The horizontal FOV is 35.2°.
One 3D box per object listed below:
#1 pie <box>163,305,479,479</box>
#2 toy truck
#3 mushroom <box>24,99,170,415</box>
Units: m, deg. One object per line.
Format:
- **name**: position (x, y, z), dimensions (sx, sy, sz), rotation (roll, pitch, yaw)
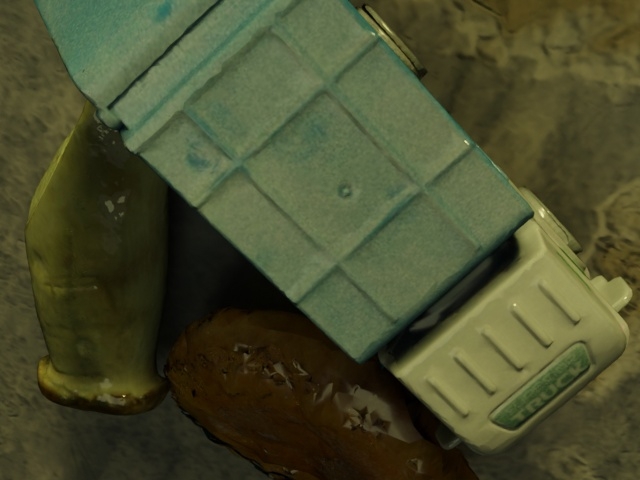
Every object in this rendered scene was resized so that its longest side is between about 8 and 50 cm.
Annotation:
- **pie**: position (0.004, 0.142, 0.740), dimensions (0.273, 0.069, 0.273), rotation (25, 153, 14)
- **toy truck**: position (0.015, -0.039, 0.552), dimensions (0.146, 0.175, 0.367), rotation (-43, 110, 11)
- **mushroom**: position (-0.154, -0.008, 0.707), dimensions (0.107, 0.087, 0.333), rotation (10, 125, 4)
